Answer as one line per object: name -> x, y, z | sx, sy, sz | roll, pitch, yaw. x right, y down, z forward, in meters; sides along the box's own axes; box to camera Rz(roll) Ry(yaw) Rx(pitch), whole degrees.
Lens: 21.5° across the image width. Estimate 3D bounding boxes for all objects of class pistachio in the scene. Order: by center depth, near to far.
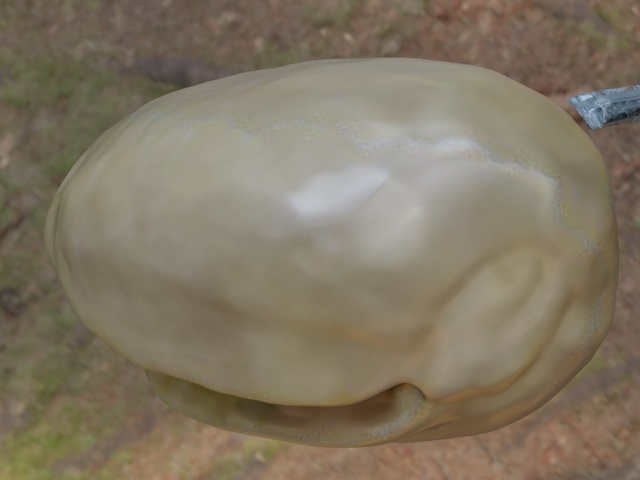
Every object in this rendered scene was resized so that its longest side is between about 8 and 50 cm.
pistachio -> 0.000, 0.000, 0.777 | 0.299, 0.187, 0.187 | 5, 63, 43

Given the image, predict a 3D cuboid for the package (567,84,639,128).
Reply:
package -> 0.212, -0.090, 1.079 | 0.037, 0.110, 0.015 | -125, 33, -46
